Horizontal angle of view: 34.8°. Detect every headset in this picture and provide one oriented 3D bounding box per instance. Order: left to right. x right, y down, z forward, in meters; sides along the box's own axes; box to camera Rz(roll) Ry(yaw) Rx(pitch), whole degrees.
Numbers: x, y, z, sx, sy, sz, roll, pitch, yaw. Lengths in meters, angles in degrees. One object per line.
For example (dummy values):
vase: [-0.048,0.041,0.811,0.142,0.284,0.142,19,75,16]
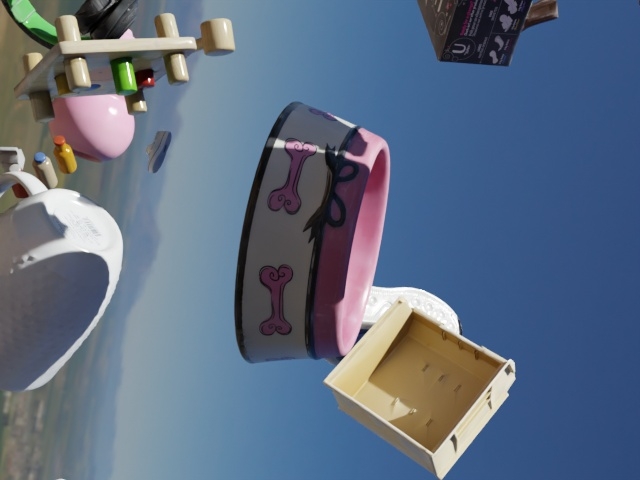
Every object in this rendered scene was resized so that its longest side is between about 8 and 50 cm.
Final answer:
headset: [-0.431,-0.451,1.835,0.243,0.394,0.185,58,38,-30]

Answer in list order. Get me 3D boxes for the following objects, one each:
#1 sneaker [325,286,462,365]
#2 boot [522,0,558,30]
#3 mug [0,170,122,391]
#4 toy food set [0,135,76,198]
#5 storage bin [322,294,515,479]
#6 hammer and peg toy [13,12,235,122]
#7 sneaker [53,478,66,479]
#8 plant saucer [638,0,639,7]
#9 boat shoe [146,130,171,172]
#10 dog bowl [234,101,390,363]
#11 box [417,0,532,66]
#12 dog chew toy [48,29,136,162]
sneaker: [0.115,0.198,2.214,0.236,0.323,0.130,-43,-139,50]
boot: [0.408,-0.464,2.028,0.106,0.114,0.037,69,12,20]
mug: [-0.551,0.038,1.915,0.328,0.276,0.374,-47,-119,25]
toy food set: [-0.659,-0.165,2.213,0.104,0.232,0.111,91,1,-57]
storage bin: [0.196,0.271,1.949,0.260,0.262,0.123,-47,146,-20]
hammer and peg toy: [-0.339,-0.305,1.826,0.266,0.361,0.127,-19,-97,54]
sneaker: [-0.430,0.533,2.015,0.090,0.235,0.094,-34,-159,53]
plant saucer: [0.452,-0.285,1.209,0.050,0.311,0.310,-8,-112,44]
boat shoe: [-0.327,-0.177,2.015,0.035,0.035,0.100,80,24,-60]
dog bowl: [0.000,0.000,1.557,0.408,0.151,0.407,10,90,-80]
box: [0.269,-0.454,1.847,0.163,0.142,0.247,103,-18,-45]
dog chew toy: [-0.529,-0.362,2.480,0.206,0.207,0.331,156,-48,-79]
